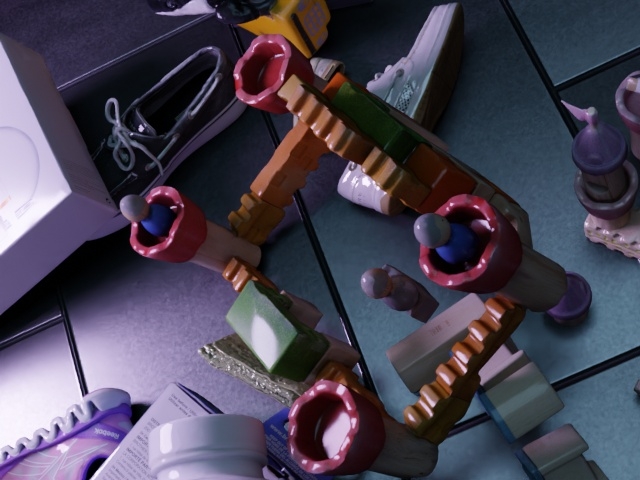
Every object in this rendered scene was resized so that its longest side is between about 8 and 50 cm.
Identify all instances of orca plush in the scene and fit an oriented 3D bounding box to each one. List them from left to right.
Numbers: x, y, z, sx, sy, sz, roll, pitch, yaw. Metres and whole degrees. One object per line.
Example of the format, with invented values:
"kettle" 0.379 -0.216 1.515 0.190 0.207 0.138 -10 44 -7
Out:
"orca plush" -0.085 -0.344 1.327 0.287 0.102 0.151 -1 66 16

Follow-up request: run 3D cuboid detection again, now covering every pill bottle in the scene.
"pill bottle" -0.091 0.303 1.016 0.152 0.152 0.272 -13 65 13

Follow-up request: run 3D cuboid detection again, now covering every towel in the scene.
"towel" -0.055 0.142 1.269 0.148 0.110 0.027 23 110 25

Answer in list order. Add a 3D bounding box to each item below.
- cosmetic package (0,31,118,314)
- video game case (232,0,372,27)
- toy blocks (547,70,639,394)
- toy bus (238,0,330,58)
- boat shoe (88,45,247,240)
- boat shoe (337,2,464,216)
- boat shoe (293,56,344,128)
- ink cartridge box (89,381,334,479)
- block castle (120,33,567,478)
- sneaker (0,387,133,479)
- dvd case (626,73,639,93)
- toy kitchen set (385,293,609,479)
"cosmetic package" -0.467 -0.038 1.436 0.377 0.097 0.284 -39 59 14
"video game case" -0.029 -0.428 1.540 0.196 0.026 0.274 -8 67 15
"toy blocks" 0.368 -0.010 1.101 0.289 0.260 0.309 26 78 25
"toy bus" -0.122 -0.363 1.470 0.333 0.108 0.130 31 79 27
"boat shoe" -0.225 -0.127 1.430 0.306 0.105 0.113 -37 62 0
"boat shoe" 0.094 -0.169 1.349 0.096 0.098 0.277 17 75 23
"boat shoe" 0.000 -0.171 1.407 0.045 0.050 0.135 2 69 24
"ink cartridge box" -0.125 0.340 1.176 0.270 0.151 0.395 36 84 26
"block castle" 0.000 0.000 1.152 0.303 0.213 0.453 -54 45 10
"sneaker" -0.307 0.272 1.302 0.236 0.095 0.104 -33 70 2
"dvd case" 0.432 -0.135 1.078 0.221 0.164 0.018 25 120 38
"toy kitchen set" 0.184 0.187 1.192 0.122 0.166 0.207 -34 25 2
